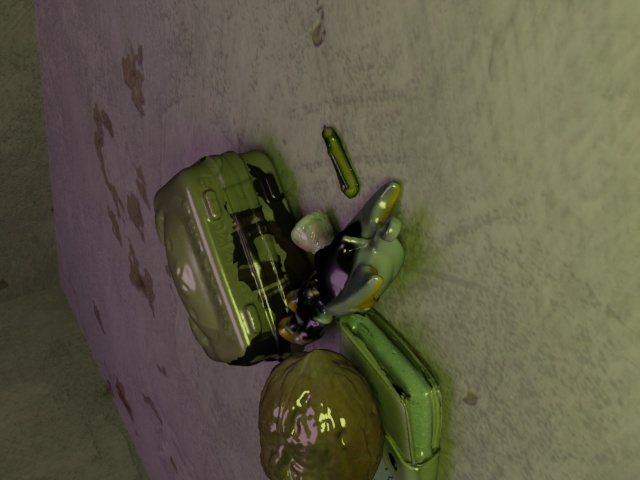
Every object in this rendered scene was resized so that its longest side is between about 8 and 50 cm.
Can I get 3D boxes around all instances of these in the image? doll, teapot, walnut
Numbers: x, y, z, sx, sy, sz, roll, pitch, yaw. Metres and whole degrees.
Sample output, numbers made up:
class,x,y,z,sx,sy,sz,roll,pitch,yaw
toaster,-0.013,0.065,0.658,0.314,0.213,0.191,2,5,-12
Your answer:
class,x,y,z,sx,sy,sz,roll,pitch,yaw
doll,0.027,0.053,1.126,0.103,0.145,0.316,45,142,-2
teapot,0.000,0.000,1.246,0.064,0.064,0.083,51,-179,22
walnut,0.000,0.242,1.117,0.178,0.178,0.230,33,133,52

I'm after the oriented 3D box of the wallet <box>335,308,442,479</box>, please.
class,x,y,z,sx,sy,sz,roll,pitch,yaw
wallet,0.093,0.273,1.220,0.223,0.077,0.309,43,145,48

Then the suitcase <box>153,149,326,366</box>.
class,x,y,z,sx,sy,sz,roll,pitch,yaw
suitcase,-0.158,0.044,1.423,0.339,0.194,0.351,-16,93,67

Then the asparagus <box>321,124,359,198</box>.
class,x,y,z,sx,sy,sz,roll,pitch,yaw
asparagus,0.025,-0.109,1.150,0.021,0.025,0.108,139,110,-73
